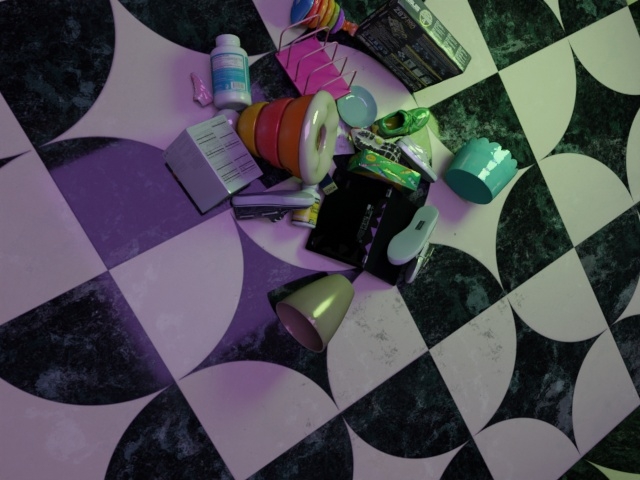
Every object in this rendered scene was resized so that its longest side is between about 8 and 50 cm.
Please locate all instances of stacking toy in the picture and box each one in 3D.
[{"bbox_3d":[-0.194,-0.418,1.634,0.480,0.350,0.350,13,85,15],"label":"stacking toy"},{"bbox_3d":[0.039,-0.944,1.790,0.302,0.166,0.175,14,70,-28],"label":"stacking toy"}]

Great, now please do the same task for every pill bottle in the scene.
[{"bbox_3d":[-0.056,-0.147,1.762,0.103,0.103,0.184,11,87,-17],"label":"pill bottle"},{"bbox_3d":[-0.350,-0.650,1.653,0.146,0.146,0.263,-4,90,-17],"label":"pill bottle"}]

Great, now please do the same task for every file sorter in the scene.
[{"bbox_3d":[-0.016,-0.717,1.710,0.202,0.182,0.290,-32,86,-15],"label":"file sorter"}]

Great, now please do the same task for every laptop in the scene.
[{"bbox_3d":[0.202,-0.053,1.874,0.408,0.236,0.381,19,81,10],"label":"laptop"}]

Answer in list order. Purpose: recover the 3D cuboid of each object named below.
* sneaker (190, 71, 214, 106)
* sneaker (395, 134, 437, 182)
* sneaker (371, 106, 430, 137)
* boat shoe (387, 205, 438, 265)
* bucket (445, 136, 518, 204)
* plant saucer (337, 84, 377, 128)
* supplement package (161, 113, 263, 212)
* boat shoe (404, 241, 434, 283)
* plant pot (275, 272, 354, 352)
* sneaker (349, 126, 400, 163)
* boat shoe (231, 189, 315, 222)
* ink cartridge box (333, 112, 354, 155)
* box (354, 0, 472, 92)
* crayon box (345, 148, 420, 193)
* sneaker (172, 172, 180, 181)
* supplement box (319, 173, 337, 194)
[{"bbox_3d":[-0.481,-0.586,1.661,0.070,0.051,0.134,-39,105,-19],"label":"sneaker"},{"bbox_3d":[0.452,-0.373,1.927,0.258,0.094,0.091,44,82,-11],"label":"sneaker"},{"bbox_3d":[0.373,-0.525,1.889,0.296,0.123,0.109,-22,95,-17],"label":"sneaker"},{"bbox_3d":[0.410,0.011,1.866,0.367,0.136,0.156,-50,143,-35],"label":"boat shoe"},{"bbox_3d":[0.718,-0.307,1.924,0.281,0.281,0.183,42,79,-13],"label":"bucket"},{"bbox_3d":[0.156,-0.580,1.861,0.195,0.037,0.194,2,85,-21],"label":"plant saucer"},{"bbox_3d":[-0.398,-0.283,1.573,0.262,0.199,0.198,57,43,-9],"label":"supplement package"},{"bbox_3d":[0.457,0.104,1.933,0.070,0.078,0.219,31,79,-14],"label":"boat shoe"},{"bbox_3d":[0.005,0.262,1.723,0.274,0.256,0.256,-41,101,-30],"label":"plant pot"},{"bbox_3d":[0.240,-0.419,1.859,0.279,0.118,0.107,27,108,-34],"label":"sneaker"},{"bbox_3d":[-0.184,-0.132,1.694,0.336,0.121,0.119,0,109,11],"label":"boat shoe"},{"bbox_3d":[0.029,-0.454,1.831,0.232,0.066,0.188,-11,93,-38],"label":"ink cartridge box"},{"bbox_3d":[0.376,-0.807,1.763,0.395,0.318,0.097,34,80,-23],"label":"box"},{"bbox_3d":[0.267,-0.290,1.832,0.279,0.165,0.081,21,83,-16],"label":"crayon box"},{"bbox_3d":[-0.486,-0.229,1.652,0.175,0.064,0.067,39,69,-16],"label":"sneaker"},{"bbox_3d":[0.022,-0.248,1.777,0.056,0.083,0.083,-31,68,6],"label":"supplement box"}]
